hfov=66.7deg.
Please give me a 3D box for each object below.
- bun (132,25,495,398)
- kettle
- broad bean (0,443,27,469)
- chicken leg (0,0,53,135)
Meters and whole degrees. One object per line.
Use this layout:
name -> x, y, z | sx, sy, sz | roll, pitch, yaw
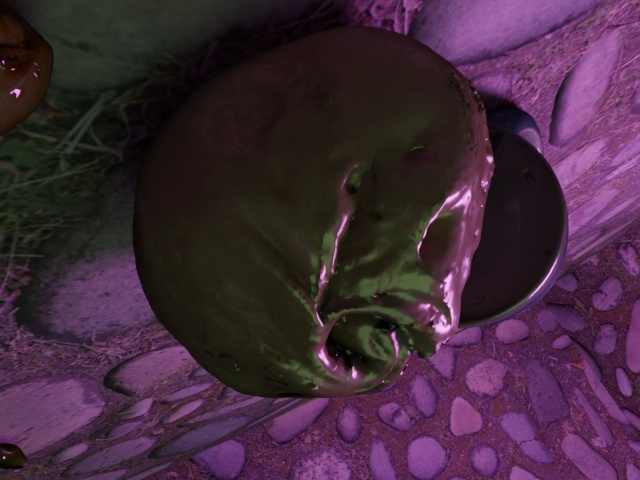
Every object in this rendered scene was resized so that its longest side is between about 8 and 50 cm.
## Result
bun -> 0.000, 0.000, 0.442 | 0.326, 0.234, 0.362 | 14, 127, -29
kettle -> 0.246, -0.031, 0.707 | 0.342, 0.247, 0.319 | 17, 97, -59
broad bean -> -0.583, 0.379, 0.856 | 0.061, 0.046, 0.195 | -19, 154, 10
chicken leg -> -0.255, -0.075, 0.238 | 0.228, 0.088, 0.103 | -17, 165, -10
